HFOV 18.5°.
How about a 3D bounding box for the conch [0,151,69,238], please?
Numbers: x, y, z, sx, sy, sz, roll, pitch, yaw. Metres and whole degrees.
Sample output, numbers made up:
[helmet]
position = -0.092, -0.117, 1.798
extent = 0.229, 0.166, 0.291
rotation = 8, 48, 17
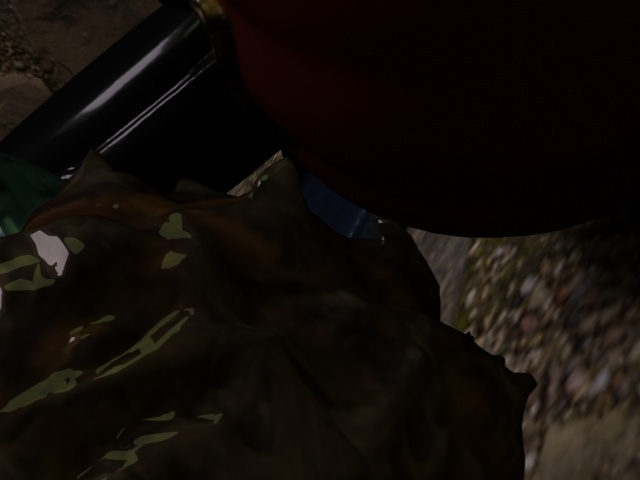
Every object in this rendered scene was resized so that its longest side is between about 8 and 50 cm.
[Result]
[conch]
position = -0.157, 0.063, 0.954
extent = 0.196, 0.134, 0.202
rotation = 20, 92, 54

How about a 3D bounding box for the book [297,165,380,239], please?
[book]
position = 0.000, 0.000, 0.926
extent = 0.269, 0.025, 0.191
rotation = -60, 12, -30

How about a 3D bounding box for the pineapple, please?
[pineapple]
position = -0.063, 0.114, 0.483
extent = 0.175, 0.175, 0.361
rotation = -61, 2, -32

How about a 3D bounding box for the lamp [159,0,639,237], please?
[lamp]
position = 0.052, -0.114, 0.539
extent = 0.227, 0.227, 0.227
rotation = -53, 10, 13

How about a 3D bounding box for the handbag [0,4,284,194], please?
[handbag]
position = -0.091, -0.071, 1.137
extent = 0.308, 0.093, 0.254
rotation = -28, 17, 47

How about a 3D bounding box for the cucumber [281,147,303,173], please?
[cucumber]
position = -0.009, -0.062, 1.158
extent = 0.032, 0.032, 0.133
rotation = -53, 8, 11
